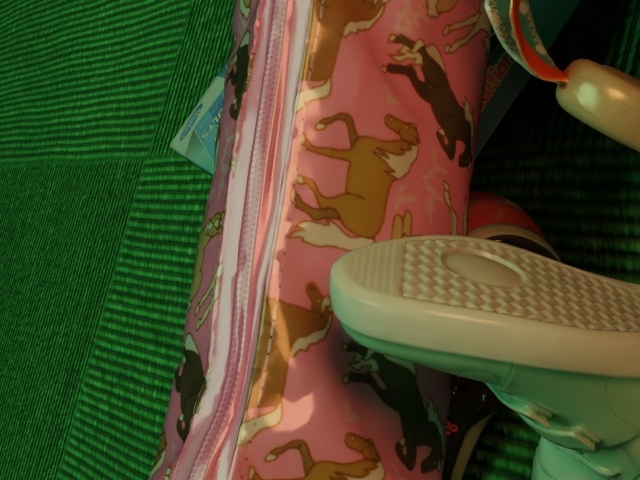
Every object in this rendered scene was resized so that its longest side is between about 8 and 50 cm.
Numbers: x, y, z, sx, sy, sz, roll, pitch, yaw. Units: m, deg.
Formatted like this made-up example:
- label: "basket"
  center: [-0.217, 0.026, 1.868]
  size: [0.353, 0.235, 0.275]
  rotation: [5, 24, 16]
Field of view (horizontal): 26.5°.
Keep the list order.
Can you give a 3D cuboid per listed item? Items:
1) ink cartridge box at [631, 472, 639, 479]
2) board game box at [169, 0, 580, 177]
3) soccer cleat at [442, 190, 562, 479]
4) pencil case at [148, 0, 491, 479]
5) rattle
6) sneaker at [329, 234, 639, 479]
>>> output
- label: "ink cartridge box"
  center: [0.230, 0.071, 0.513]
  size: [0.208, 0.153, 0.087]
  rotation: [-54, 52, 31]
- label: "board game box"
  center: [0.028, -0.127, 0.981]
  size: [0.254, 0.079, 0.336]
  rotation: [-57, 23, -1]
- label: "soccer cleat"
  center: [0.052, 0.112, 0.889]
  size: [0.318, 0.108, 0.116]
  rotation: [-61, 14, 20]
- label: "pencil case"
  center: [0.000, 0.000, 0.707]
  size: [0.160, 0.167, 0.386]
  rotation: [155, 124, -67]
- label: "rattle"
  center: [0.139, -0.030, 0.692]
  size: [0.143, 0.199, 0.130]
  rotation: [-55, 33, 29]
- label: "sneaker"
  center: [0.106, 0.090, 0.633]
  size: [0.094, 0.256, 0.151]
  rotation: [-119, 46, -59]
